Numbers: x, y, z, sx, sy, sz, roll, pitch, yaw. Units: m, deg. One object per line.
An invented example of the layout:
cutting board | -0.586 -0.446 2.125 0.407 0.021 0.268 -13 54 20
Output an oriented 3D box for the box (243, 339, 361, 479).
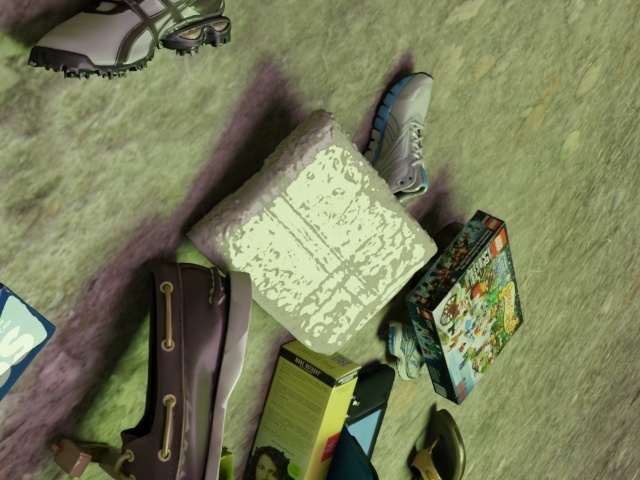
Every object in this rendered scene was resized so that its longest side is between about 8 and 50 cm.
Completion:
box | -0.028 0.236 1.442 0.058 0.087 0.232 -14 125 -53

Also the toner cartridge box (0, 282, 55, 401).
toner cartridge box | -0.345 0.145 0.779 0.347 0.165 0.075 -54 149 -14

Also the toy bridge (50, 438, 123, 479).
toy bridge | -0.193 0.224 1.188 0.188 0.063 0.026 33 86 -47

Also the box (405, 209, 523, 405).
box | 0.193 0.091 1.580 0.159 0.044 0.233 -49 146 -20

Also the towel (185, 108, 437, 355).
towel | 0.000 0.000 1.251 0.187 0.049 0.282 -45 140 -2

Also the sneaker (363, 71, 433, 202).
sneaker | 0.094 -0.093 1.355 0.071 0.083 0.190 11 104 -58

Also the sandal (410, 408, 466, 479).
sandal | 0.166 0.361 1.883 0.060 0.090 0.219 -4 127 -32

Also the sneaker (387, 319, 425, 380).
sneaker | 0.129 0.151 1.628 0.135 0.058 0.052 60 32 -58

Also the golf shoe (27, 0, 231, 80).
golf shoe | -0.147 -0.178 0.921 0.198 0.077 0.093 -33 130 -51

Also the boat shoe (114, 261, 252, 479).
boat shoe | -0.138 0.181 1.130 0.116 0.097 0.324 -177 -82 -78

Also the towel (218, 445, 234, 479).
towel | -0.132 0.350 1.440 0.102 0.021 0.237 -40 144 -34

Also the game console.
game console | 0.045 0.343 1.561 0.250 0.173 0.293 -18 130 -51

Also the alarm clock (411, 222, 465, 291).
alarm clock | 0.194 0.035 1.649 0.192 0.064 0.129 -43 146 -35
